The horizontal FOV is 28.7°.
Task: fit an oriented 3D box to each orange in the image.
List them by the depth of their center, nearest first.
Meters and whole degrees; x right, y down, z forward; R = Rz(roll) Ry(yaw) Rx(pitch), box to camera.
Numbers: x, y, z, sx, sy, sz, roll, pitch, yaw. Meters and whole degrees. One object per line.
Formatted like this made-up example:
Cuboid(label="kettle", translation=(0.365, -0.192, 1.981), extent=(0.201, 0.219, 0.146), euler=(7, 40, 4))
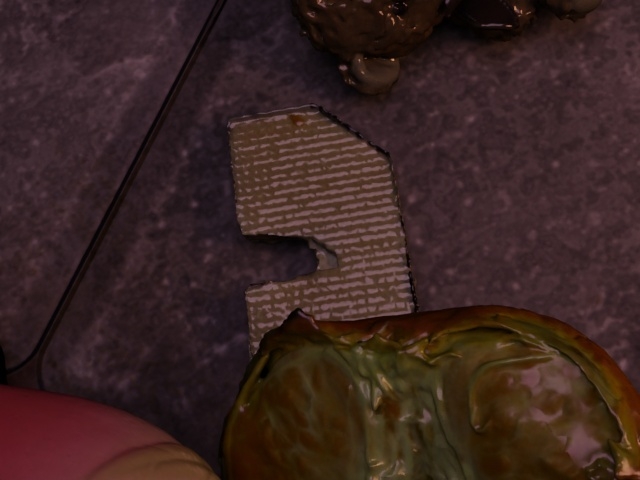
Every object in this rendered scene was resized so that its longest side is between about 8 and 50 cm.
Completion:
Cuboid(label="orange", translation=(0.081, 0.184, 0.891), extent=(0.334, 0.196, 0.262), euler=(-12, 71, 20))

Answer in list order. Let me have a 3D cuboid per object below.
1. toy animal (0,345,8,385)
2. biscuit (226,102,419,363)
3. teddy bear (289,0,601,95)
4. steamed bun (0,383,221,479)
Cuboid(label="toy animal", translation=(-0.354, 0.094, 1.007), extent=(0.166, 0.179, 0.138), euler=(-34, 54, -14))
Cuboid(label="biscuit", translation=(0.000, 0.000, 1.059), extent=(0.147, 0.046, 0.250), euler=(-11, 69, 5))
Cuboid(label="teddy bear", translation=(0.082, -0.259, 1.092), extent=(0.256, 0.156, 0.267), euler=(-35, 98, -11))
Cuboid(label="steamed bun", translation=(-0.201, 0.217, 0.822), extent=(0.309, 0.309, 0.309), euler=(-3, 69, 7))
